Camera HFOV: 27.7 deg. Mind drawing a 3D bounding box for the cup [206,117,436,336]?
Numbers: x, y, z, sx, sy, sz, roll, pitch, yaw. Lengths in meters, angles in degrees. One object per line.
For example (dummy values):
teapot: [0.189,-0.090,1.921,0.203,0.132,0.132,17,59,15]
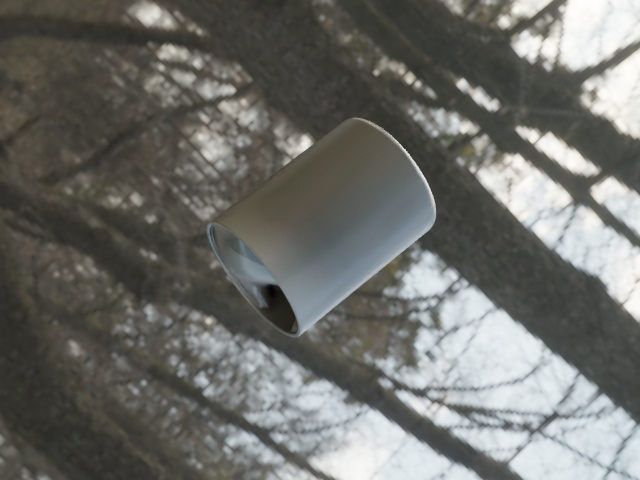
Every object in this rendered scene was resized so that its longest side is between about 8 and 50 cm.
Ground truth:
cup: [-0.006,-0.008,0.908,0.133,0.099,0.136,-39,-171,-17]
